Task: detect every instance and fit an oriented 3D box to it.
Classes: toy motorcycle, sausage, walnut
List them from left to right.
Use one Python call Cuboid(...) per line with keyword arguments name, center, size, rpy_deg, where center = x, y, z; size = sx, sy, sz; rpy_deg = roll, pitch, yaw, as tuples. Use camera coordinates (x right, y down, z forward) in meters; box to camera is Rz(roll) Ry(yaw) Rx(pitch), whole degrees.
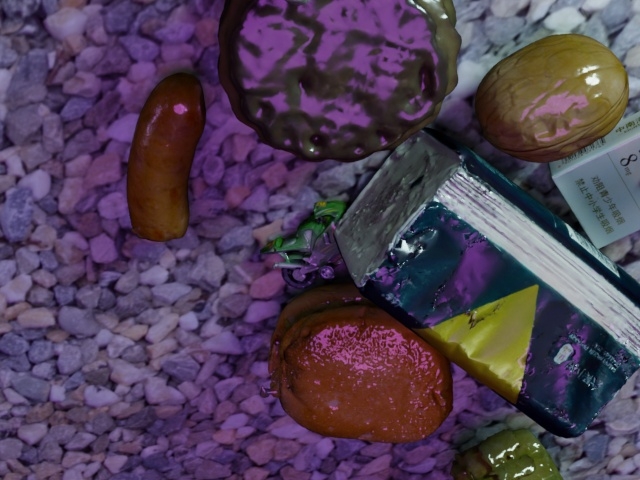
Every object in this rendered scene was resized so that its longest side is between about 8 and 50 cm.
Cuboid(name="sausage", center=(-0.228, -0.124, 1.462), size=(0.109, 0.109, 0.270), rpy_deg=(15, 124, -5))
Cuboid(name="toy motorcycle", center=(0.000, 0.000, 1.545), size=(0.190, 0.074, 0.106), rpy_deg=(-35, 105, 25))
Cuboid(name="walnut", center=(0.311, -0.190, 1.337), size=(0.207, 0.167, 0.167), rpy_deg=(-25, 119, 21))

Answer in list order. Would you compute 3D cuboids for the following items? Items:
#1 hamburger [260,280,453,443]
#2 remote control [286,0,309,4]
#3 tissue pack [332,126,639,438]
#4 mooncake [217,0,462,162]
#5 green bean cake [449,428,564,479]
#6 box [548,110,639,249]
Cuboid(name="hamburger", center=(0.061, 0.204, 1.614), size=(0.314, 0.170, 0.289), rpy_deg=(4, 121, 3))
Cuboid(name="remote control", center=(-0.094, -0.387, 1.190), size=(0.090, 0.309, 0.038), rpy_deg=(-46, 153, 5))
Cuboid(name="tissue pack", center=(0.247, 0.052, 1.421), size=(0.416, 0.264, 0.253), rpy_deg=(37, 97, -19))
Cuboid(name="mooncake", center=(0.020, -0.257, 1.301), size=(0.324, 0.187, 0.324), rpy_deg=(1, 122, 2))
Cuboid(name="green bean cake", center=(0.337, 0.515, 1.773), size=(0.202, 0.285, 0.310), rpy_deg=(-21, 147, -9))
Cuboid(name="box", center=(0.475, -0.105, 1.437), size=(0.243, 0.067, 0.155), rpy_deg=(-27, 120, 21))
